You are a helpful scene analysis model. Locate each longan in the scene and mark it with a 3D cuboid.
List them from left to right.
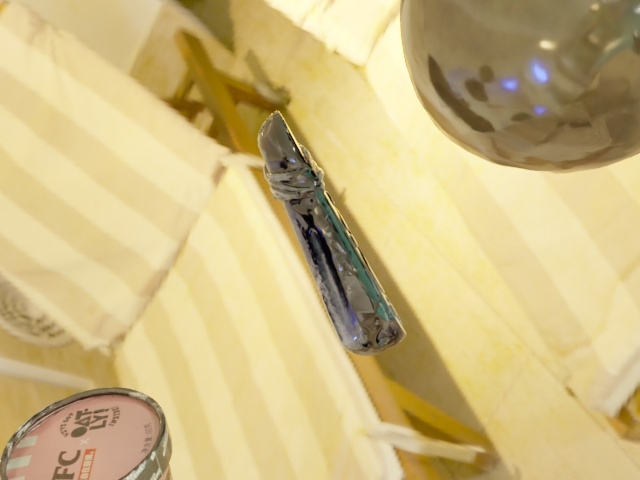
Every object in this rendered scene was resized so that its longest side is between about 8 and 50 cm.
[{"bbox_3d":[0.212,-0.199,1.077,0.297,0.297,0.297,-35,46,45],"label":"longan"}]

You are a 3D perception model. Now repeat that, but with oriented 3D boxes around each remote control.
[{"bbox_3d":[0.000,0.000,1.149,0.066,0.266,0.090,-31,21,-7],"label":"remote control"}]

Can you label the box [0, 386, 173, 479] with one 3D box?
[{"bbox_3d":[-0.194,0.230,1.073,0.151,0.151,0.135,46,156,57],"label":"box"}]
